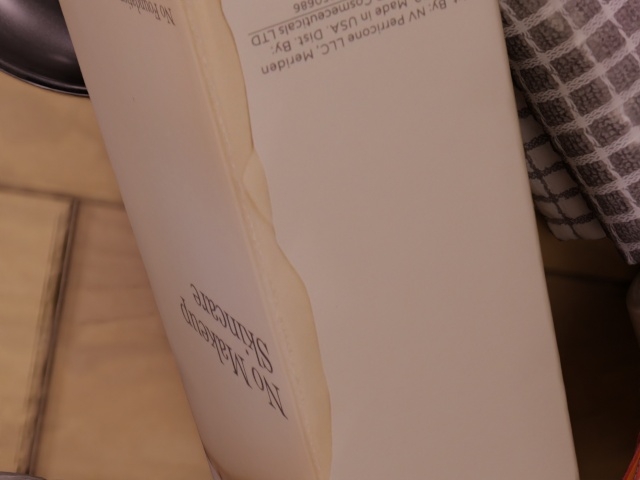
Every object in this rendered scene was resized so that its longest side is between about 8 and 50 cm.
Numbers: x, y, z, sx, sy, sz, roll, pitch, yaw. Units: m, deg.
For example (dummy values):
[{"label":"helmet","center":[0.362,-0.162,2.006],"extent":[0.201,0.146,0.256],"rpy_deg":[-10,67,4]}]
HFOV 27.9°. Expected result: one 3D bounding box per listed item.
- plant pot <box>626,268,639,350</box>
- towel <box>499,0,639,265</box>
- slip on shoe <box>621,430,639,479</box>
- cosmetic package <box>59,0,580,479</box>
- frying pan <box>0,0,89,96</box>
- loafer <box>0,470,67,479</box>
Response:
[{"label":"plant pot","center":[0.290,0.099,0.656],"extent":[0.256,0.256,0.274],"rpy_deg":[-41,97,-14]},{"label":"towel","center":[0.177,-0.163,0.615],"extent":[0.284,0.121,0.235],"rpy_deg":[-44,113,-13]},{"label":"slip on shoe","center":[0.172,0.123,0.544],"extent":[0.123,0.101,0.331],"rpy_deg":[34,113,13]},{"label":"cosmetic package","center":[0.000,0.000,0.508],"extent":[0.113,0.160,0.309],"rpy_deg":[-23,115,-20]},{"label":"frying pan","center":[-0.080,-0.221,0.531],"extent":[0.197,0.053,0.326],"rpy_deg":[2,100,-26]},{"label":"loafer","center":[-0.046,0.199,0.571],"extent":[0.112,0.111,0.319],"rpy_deg":[-46,127,-12]}]
